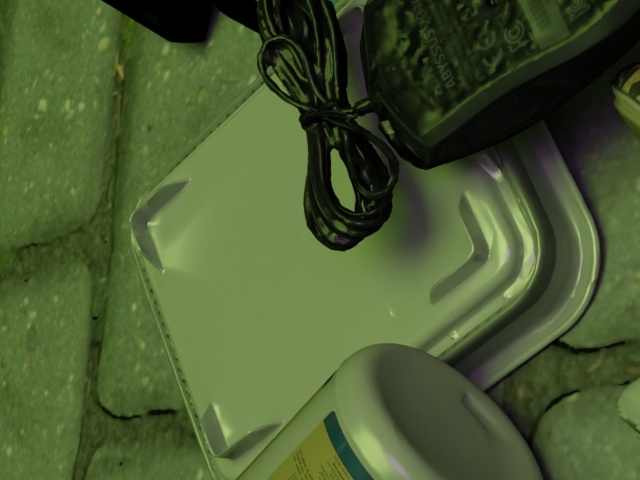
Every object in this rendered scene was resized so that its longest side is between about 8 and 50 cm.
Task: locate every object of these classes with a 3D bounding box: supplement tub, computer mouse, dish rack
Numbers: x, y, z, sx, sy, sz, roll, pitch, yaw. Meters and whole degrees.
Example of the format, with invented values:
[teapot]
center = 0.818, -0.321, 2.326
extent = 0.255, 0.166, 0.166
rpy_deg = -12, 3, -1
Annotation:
[supplement tub]
center = 0.017, 0.172, 0.989
extent = 0.199, 0.144, 0.144
rpy_deg = -49, 45, 25
[computer mouse]
center = 0.093, -0.123, 0.982
extent = 0.272, 0.072, 0.188
rpy_deg = -29, 63, 31
[dish rack]
center = 0.000, 0.000, 1.106
extent = 0.333, 0.072, 0.285
rpy_deg = -40, 57, 30

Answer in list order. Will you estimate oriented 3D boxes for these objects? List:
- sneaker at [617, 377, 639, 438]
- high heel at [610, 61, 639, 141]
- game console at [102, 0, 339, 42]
[sneaker]
center = 0.248, 0.100, 0.817
extent = 0.235, 0.090, 0.094
rpy_deg = 20, 78, 47
[high heel]
center = 0.269, -0.084, 0.879
extent = 0.186, 0.093, 0.261
rpy_deg = -43, 32, 1
[game console]
center = -0.055, -0.233, 1.270
extent = 0.361, 0.044, 0.213
rpy_deg = 33, 120, 44
